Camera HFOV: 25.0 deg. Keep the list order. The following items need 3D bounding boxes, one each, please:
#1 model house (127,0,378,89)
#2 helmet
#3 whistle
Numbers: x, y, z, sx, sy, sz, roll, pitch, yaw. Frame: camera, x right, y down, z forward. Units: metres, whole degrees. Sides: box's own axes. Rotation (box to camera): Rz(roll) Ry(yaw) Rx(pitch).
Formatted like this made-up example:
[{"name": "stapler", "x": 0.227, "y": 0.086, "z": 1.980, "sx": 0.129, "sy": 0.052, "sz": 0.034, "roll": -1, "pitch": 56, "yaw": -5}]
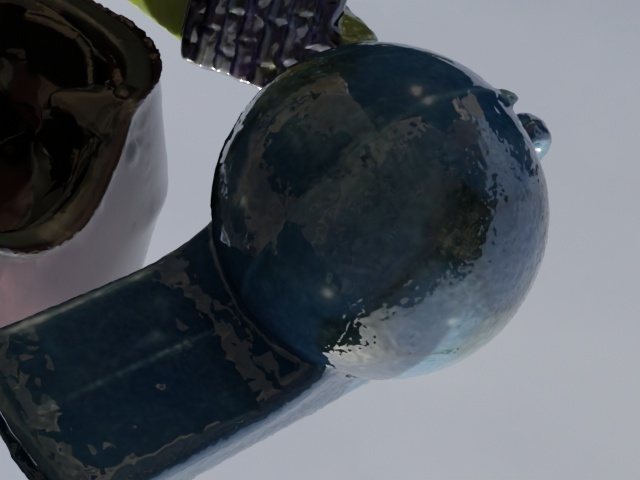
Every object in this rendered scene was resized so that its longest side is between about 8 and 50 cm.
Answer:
[{"name": "model house", "x": -0.022, "y": -0.217, "z": 0.906, "sx": 0.211, "sy": 0.170, "sz": 0.194, "roll": 42, "pitch": -50, "yaw": 29}, {"name": "helmet", "x": -0.240, "y": -0.009, "z": 0.844, "sx": 0.338, "sy": 0.197, "sz": 0.271, "roll": -35, "pitch": -127, "yaw": -28}, {"name": "whistle", "x": 0.000, "y": 0.000, "z": 0.342, "sx": 0.158, "sy": 0.090, "sz": 0.090, "roll": -25, "pitch": -127, "yaw": -35}]
